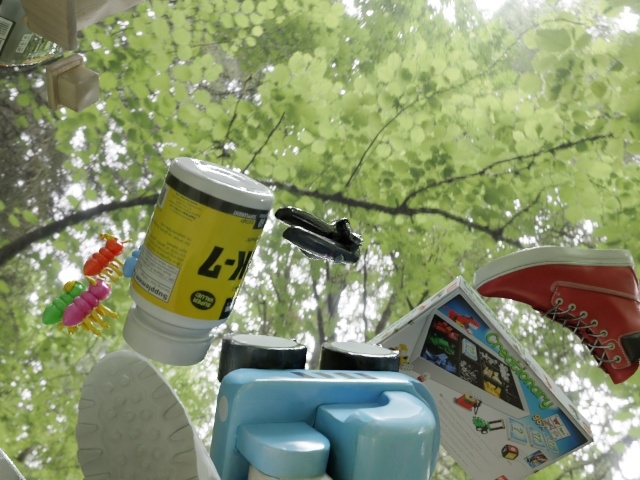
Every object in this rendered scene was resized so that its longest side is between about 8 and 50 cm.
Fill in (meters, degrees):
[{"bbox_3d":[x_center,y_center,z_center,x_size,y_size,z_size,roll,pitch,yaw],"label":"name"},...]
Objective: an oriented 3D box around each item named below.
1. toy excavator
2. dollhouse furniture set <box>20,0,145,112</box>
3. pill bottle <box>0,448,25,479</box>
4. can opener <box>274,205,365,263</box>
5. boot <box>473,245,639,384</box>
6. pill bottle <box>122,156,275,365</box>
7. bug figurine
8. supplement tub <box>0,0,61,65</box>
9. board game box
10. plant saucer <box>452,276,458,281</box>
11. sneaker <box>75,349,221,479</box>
[{"bbox_3d":[-0.002,0.238,0.603,0.433,0.445,0.222,8,-91,-30],"label":"toy excavator"},{"bbox_3d":[-0.219,-0.365,0.634,0.174,0.303,0.355,28,-47,11],"label":"dollhouse furniture set"},{"bbox_3d":[-0.589,0.453,0.861,0.204,0.361,0.204,28,-44,31],"label":"pill bottle"},{"bbox_3d":[0.000,0.000,0.725,0.073,0.186,0.059,-37,-109,11],"label":"can opener"},{"bbox_3d":[0.328,0.102,0.820,0.245,0.176,0.088,0,-23,-15],"label":"boot"},{"bbox_3d":[-0.139,0.024,0.689,0.119,0.119,0.208,22,-78,0],"label":"pill bottle"},{"bbox_3d":[-0.359,0.062,1.035,0.279,0.216,0.072,-5,-49,51],"label":"bug figurine"},{"bbox_3d":[-0.409,-0.357,0.838,0.316,0.193,0.193,-7,-58,55],"label":"supplement tub"},{"bbox_3d":[0.234,0.227,0.944,0.193,0.053,0.305,-40,-86,23],"label":"board game box"},{"bbox_3d":[0.309,0.275,1.274,0.081,0.332,0.332,-28,-108,-15],"label":"plant saucer"},{"bbox_3d":[-0.129,0.197,0.524,0.090,0.095,0.235,-22,-82,-5],"label":"sneaker"}]
